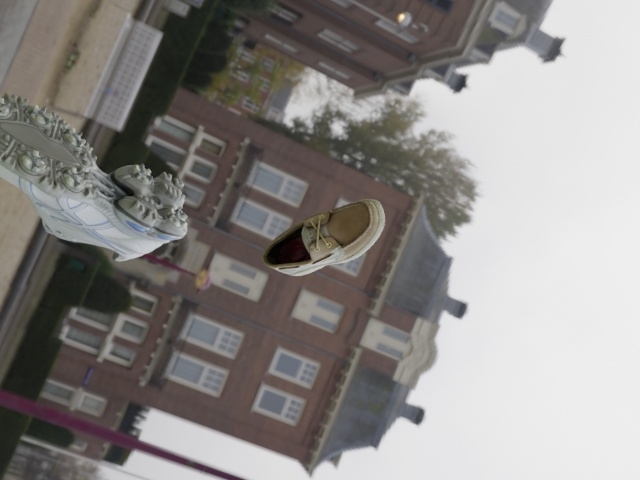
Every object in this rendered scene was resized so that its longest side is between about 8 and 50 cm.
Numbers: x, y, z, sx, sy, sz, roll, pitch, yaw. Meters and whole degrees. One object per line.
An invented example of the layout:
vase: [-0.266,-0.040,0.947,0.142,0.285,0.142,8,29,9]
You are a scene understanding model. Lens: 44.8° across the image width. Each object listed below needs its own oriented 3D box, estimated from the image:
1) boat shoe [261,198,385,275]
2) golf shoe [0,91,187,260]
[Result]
boat shoe: [0.000,0.000,0.721,0.135,0.045,0.050,-31,-114,37]
golf shoe: [-0.179,-0.031,0.534,0.086,0.176,0.069,-35,-138,28]
